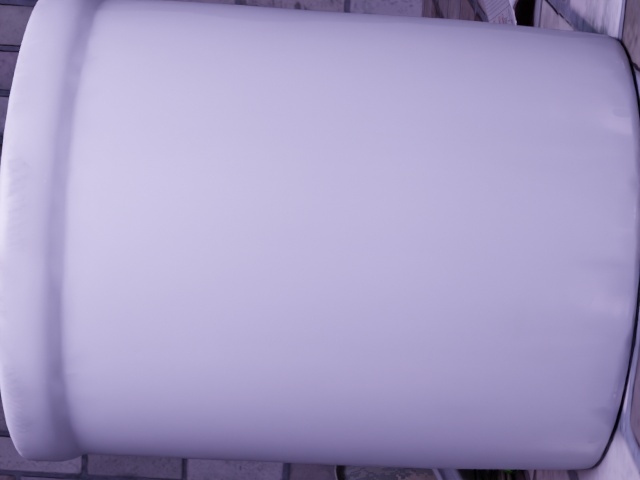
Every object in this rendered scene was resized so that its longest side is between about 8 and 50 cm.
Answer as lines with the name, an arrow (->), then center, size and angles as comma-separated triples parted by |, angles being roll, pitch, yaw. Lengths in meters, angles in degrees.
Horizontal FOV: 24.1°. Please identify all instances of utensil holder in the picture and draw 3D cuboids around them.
utensil holder -> 0.000, 0.000, 1.040 | 0.327, 0.385, 0.327 | -176, 90, -89

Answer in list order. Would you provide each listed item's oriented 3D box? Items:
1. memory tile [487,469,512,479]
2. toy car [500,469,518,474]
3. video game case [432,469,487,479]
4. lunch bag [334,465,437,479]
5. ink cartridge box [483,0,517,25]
memory tile -> 0.170, 0.255, 1.448 | 0.113, 0.012, 0.148 | -86, -1, -56
toy car -> 0.159, 0.098, 1.362 | 0.239, 0.053, 0.225 | 93, 180, -71
video game case -> 0.110, 0.145, 1.454 | 0.227, 0.026, 0.206 | -84, -31, -62
lunch bag -> 0.087, 0.334, 1.619 | 0.287, 0.169, 0.235 | -92, 3, -77
ink cartridge box -> 0.191, -0.261, 1.487 | 0.181, 0.056, 0.224 | -93, -13, -87
